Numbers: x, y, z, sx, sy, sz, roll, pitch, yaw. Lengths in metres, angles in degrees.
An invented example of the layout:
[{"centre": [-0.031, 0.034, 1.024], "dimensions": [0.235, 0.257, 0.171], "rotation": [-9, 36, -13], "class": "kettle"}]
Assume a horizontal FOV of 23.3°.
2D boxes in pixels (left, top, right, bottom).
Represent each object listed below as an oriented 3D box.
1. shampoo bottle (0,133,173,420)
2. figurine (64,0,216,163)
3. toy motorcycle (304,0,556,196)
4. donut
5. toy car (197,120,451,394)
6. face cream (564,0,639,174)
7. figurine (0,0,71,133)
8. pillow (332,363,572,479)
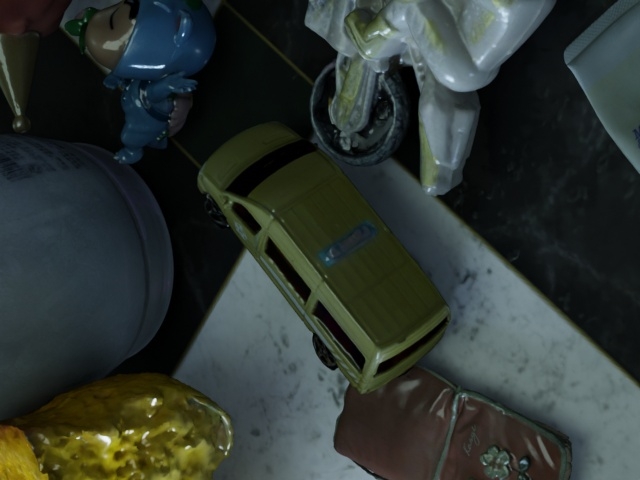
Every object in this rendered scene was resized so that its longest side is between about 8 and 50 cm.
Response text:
[{"centre": [-0.300, 0.033, 1.472], "dimensions": [0.273, 0.266, 0.273], "rotation": [7, 102, 35], "class": "shampoo bottle"}, {"centre": [-0.173, -0.161, 1.429], "dimensions": [0.145, 0.114, 0.178], "rotation": [15, 122, 5], "class": "figurine"}, {"centre": [0.096, -0.206, 1.224], "dimensions": [0.223, 0.108, 0.340], "rotation": [21, 110, 29], "class": "toy motorcycle"}, {"centre": [-0.135, 0.318, 1.418], "dimensions": [0.435, 0.163, 0.377], "rotation": [55, 150, 2], "class": "donut"}, {"centre": [0.000, 0.000, 1.312], "dimensions": [0.256, 0.101, 0.124], "rotation": [52, 162, 14], "class": "toy car"}, {"centre": [0.267, -0.085, 1.153], "dimensions": [0.114, 0.070, 0.224], "rotation": [-41, 66, 35], "class": "face cream"}, {"centre": [-0.302, -0.294, 1.468], "dimensions": [0.207, 0.166, 0.386], "rotation": [-33, 69, 47], "class": "figurine"}, {"centre": [0.112, 0.178, 1.334], "dimensions": [0.232, 0.043, 0.126], "rotation": [23, 114, 33], "class": "pillow"}]
